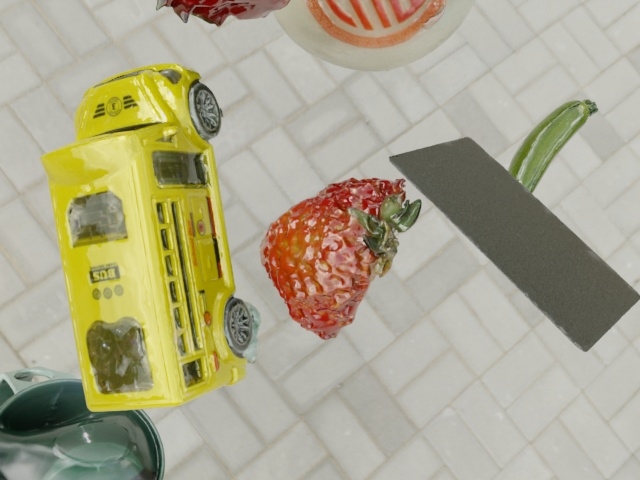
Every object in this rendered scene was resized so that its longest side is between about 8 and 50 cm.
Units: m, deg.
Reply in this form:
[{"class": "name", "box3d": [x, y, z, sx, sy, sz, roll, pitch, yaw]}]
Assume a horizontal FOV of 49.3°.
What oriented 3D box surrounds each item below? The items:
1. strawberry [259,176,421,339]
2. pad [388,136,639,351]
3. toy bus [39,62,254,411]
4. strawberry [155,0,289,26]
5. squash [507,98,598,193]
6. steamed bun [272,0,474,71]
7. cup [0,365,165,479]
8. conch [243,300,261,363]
[{"class": "strawberry", "box3d": [-0.002, 0.006, 0.691, 0.106, 0.236, 0.175, 26, 58, -9]}, {"class": "pad", "box3d": [0.164, -0.009, 0.580, 0.143, 0.003, 0.211, -20, 61, -47]}, {"class": "toy bus", "box3d": [-0.176, -0.008, 0.687, 0.144, 0.152, 0.330, -9, 91, 22]}, {"class": "strawberry", "box3d": [-0.092, -0.325, 0.567, 0.257, 0.257, 0.277, 30, 109, -5]}, {"class": "squash", "box3d": [0.439, -0.183, 1.372, 0.318, 0.071, 0.080, -49, 121, -16]}, {"class": "steamed bun", "box3d": [0.064, -0.340, 0.850, 0.282, 0.177, 0.283, 0, 119, 0]}, {"class": "cup", "box3d": [-0.503, 0.458, 1.330, 0.310, 0.392, 0.401, 18, 34, -23]}, {"class": "conch", "box3d": [-0.252, 0.209, 1.826, 0.195, 0.220, 0.277, -40, 106, -40]}]
